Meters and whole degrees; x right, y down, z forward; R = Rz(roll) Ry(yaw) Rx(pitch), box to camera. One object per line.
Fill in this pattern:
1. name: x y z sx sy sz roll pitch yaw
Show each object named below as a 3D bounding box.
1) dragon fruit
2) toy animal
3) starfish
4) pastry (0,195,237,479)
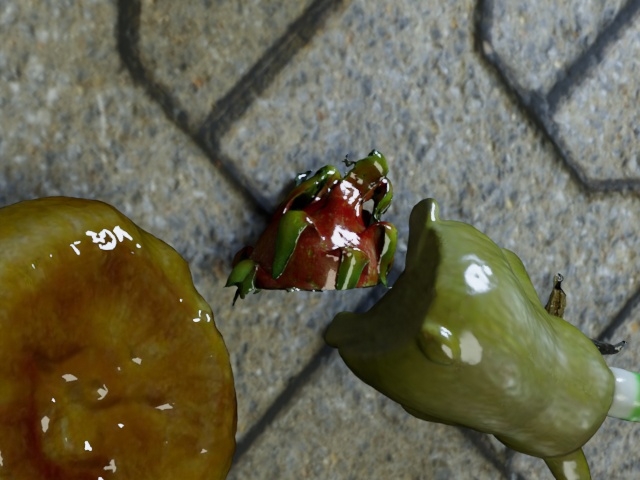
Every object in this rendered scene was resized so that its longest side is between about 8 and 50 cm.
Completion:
1. dragon fruit: 0.000 0.000 1.575 0.142 0.138 0.175 48 57 -57
2. toy animal: 0.176 0.119 1.685 0.363 0.180 0.181 33 94 -41
3. starfish: 0.229 0.094 1.781 0.133 0.041 0.130 2 97 -3
4. pastry: -0.215 0.140 1.411 0.356 0.164 0.356 -6 98 -43
